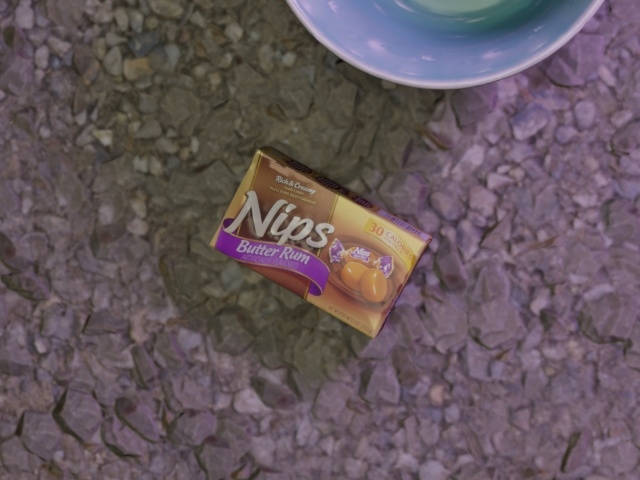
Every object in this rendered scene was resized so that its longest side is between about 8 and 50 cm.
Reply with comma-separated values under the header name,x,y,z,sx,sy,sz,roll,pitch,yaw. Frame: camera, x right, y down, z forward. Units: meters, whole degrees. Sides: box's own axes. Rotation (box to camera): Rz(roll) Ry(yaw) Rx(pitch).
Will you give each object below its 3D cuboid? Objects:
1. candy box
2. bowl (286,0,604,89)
name,x,y,z,sx,sy,sz,roll,pitch,yaw
candy box,0.000,0.000,1.177,0.186,0.053,0.109,30,102,6
bowl,0.115,-0.288,1.061,0.311,0.163,0.312,2,98,12
